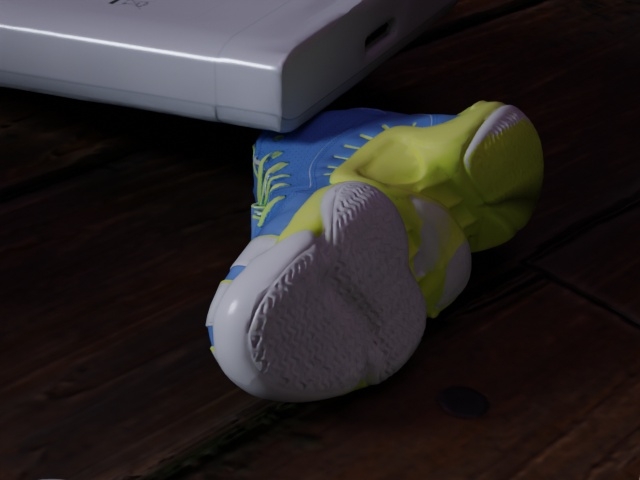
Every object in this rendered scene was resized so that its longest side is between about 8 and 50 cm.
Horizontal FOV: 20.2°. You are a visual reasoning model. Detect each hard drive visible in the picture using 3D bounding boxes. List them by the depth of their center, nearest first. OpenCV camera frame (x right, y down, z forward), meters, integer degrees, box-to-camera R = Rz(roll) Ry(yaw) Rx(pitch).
[{"bbox_3d":[-0.128,-0.139,0.982,0.353,0.047,0.233,12,28,23],"label":"hard drive"}]

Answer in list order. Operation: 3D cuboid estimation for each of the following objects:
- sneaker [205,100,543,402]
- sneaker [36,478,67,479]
[{"bbox_3d":[0.000,0.000,0.827,0.126,0.091,0.240,8,24,35],"label":"sneaker"},{"bbox_3d":[-0.137,0.128,0.542,0.085,0.086,0.237,23,31,24],"label":"sneaker"}]
